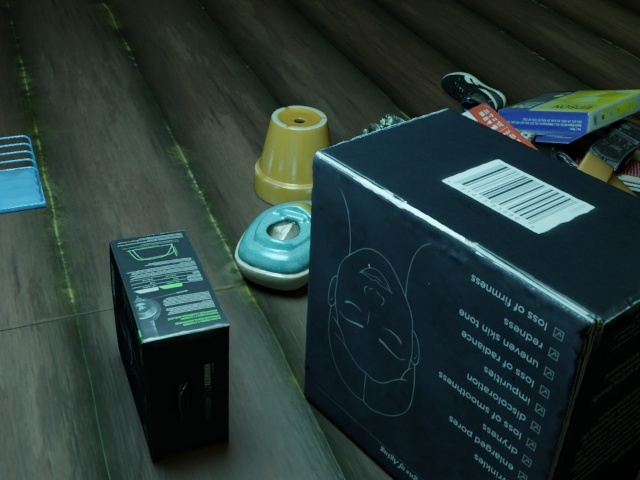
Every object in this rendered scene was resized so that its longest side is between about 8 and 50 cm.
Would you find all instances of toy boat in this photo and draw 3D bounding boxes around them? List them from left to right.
[{"bbox_3d":[0.000,0.000,1.652,0.318,0.148,0.267,12,34,13],"label":"toy boat"}]

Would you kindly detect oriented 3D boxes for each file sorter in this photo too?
[{"bbox_3d":[-0.699,-0.152,1.851,0.118,0.104,0.170,-11,37,-20],"label":"file sorter"}]

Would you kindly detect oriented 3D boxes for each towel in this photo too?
[{"bbox_3d":[0.797,-0.231,2.161,0.237,0.037,0.329,13,41,11],"label":"towel"}]

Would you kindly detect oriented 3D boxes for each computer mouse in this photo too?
[{"bbox_3d":[0.696,-0.230,2.081,0.184,0.060,0.262,31,59,22],"label":"computer mouse"}]

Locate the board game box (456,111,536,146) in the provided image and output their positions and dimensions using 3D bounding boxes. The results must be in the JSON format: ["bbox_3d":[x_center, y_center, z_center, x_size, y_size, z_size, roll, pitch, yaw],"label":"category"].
[{"bbox_3d":[0.350,-0.169,1.944,0.232,0.141,0.291,19,36,22],"label":"board game box"}]

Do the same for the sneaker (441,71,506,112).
[{"bbox_3d":[0.423,-0.426,2.391,0.217,0.079,0.121,29,40,31],"label":"sneaker"}]

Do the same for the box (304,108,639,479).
[{"bbox_3d":[0.232,0.130,1.188,0.297,0.471,0.480,-22,41,-34],"label":"box"}]

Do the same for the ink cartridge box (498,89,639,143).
[{"bbox_3d":[0.631,-0.334,2.162,0.307,0.072,0.304,-20,20,-31],"label":"ink cartridge box"}]

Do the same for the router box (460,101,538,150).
[{"bbox_3d":[0.270,-0.124,1.649,0.301,0.082,0.335,-28,30,4],"label":"router box"}]

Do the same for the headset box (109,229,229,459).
[{"bbox_3d":[-0.237,0.165,1.296,0.131,0.246,0.283,-10,37,-20],"label":"headset box"}]

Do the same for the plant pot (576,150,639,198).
[{"bbox_3d":[0.537,0.000,1.619,0.203,0.291,0.291,34,41,11],"label":"plant pot"}]

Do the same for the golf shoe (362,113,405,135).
[{"bbox_3d":[0.191,-0.248,2.011,0.120,0.105,0.273,7,3,-15],"label":"golf shoe"}]

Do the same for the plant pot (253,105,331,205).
[{"bbox_3d":[-0.054,-0.204,1.915,0.205,0.188,0.205,2,34,-2],"label":"plant pot"}]
